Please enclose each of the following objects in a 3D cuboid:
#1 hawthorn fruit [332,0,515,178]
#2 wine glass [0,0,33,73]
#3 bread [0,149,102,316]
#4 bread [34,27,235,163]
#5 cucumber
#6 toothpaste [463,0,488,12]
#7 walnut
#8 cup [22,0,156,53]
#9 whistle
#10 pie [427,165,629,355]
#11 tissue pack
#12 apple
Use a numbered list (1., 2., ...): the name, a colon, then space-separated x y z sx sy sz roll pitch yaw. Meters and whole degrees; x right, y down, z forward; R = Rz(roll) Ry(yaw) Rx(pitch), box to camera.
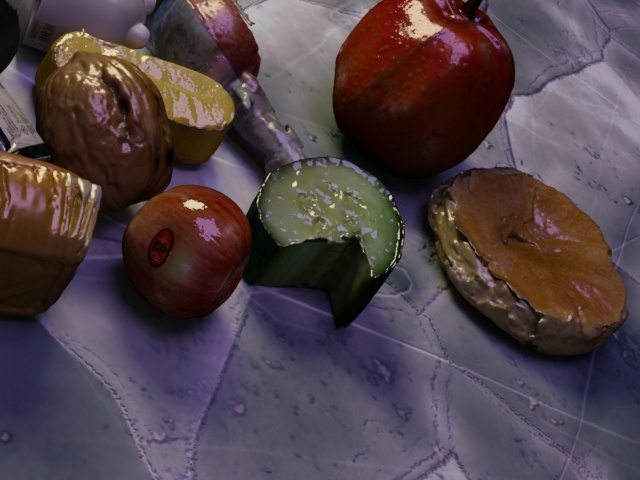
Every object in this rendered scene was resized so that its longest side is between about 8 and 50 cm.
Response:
1. hawthorn fruit: 0.157 -0.246 1.800 0.254 0.300 0.254 24 34 -18
2. wine glass: -0.420 -0.334 1.508 0.190 0.190 0.357 21 40 -21
3. bread: -0.360 -0.019 1.237 0.288 0.152 0.119 12 48 -30
4. bread: -0.226 -0.168 1.570 0.245 0.094 0.102 17 50 -25
5. cucumber: -0.003 -0.008 1.552 0.191 0.130 0.191 19 39 -16
6. toothpaste: 0.233 -0.315 2.149 0.114 0.073 0.299 28 44 -12
7. walnut: -0.242 -0.123 1.433 0.155 0.155 0.184 -18 96 -49
8. cup: -0.298 -0.280 1.625 0.142 0.173 0.134 21 70 -25
9. whistle: -0.111 -0.208 1.687 0.134 0.142 0.346 -30 78 -26
10. pie: 0.294 0.021 1.806 0.339 0.083 0.339 25 37 -21
11. tissue pack: -0.369 -0.130 1.341 0.170 0.090 0.103 53 12 -1
12. apple: -0.145 0.009 1.401 0.131 0.146 0.146 34 35 10
